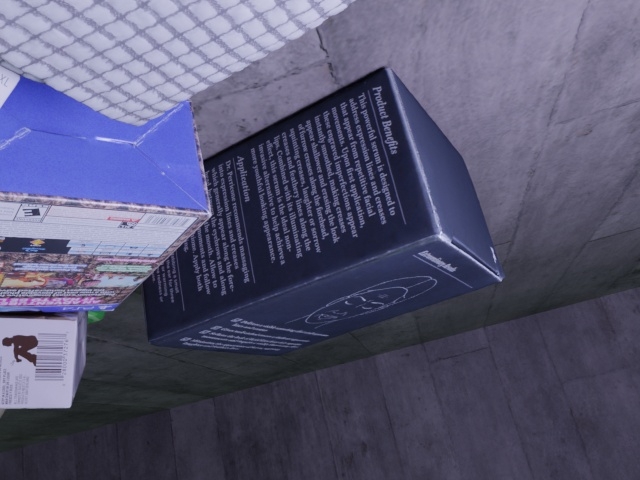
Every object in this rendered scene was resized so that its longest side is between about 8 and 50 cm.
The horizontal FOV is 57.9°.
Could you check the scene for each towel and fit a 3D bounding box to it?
[{"bbox_3d":[-0.127,-0.198,0.330,0.235,0.121,0.283,-20,160,21],"label":"towel"}]

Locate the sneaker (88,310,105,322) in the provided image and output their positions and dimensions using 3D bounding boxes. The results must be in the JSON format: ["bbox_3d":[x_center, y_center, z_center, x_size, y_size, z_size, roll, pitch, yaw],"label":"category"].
[{"bbox_3d":[-0.512,0.146,0.973,0.295,0.124,0.109,-6,158,-21],"label":"sneaker"}]

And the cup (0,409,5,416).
[{"bbox_3d":[-0.693,0.273,0.995,0.237,0.331,0.331,-32,173,-35],"label":"cup"}]

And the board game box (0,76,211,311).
[{"bbox_3d":[-0.291,-0.035,0.612,0.232,0.141,0.291,4,153,-39],"label":"board game box"}]

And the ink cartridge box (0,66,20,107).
[{"bbox_3d":[-0.279,-0.105,0.376,0.209,0.062,0.109,-57,155,-4],"label":"ink cartridge box"}]

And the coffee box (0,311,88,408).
[{"bbox_3d":[-0.465,0.134,0.740,0.297,0.119,0.168,4,-177,-17],"label":"coffee box"}]

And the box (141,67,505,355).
[{"bbox_3d":[0.000,0.000,0.786,0.395,0.212,0.293,-21,158,23],"label":"box"}]
